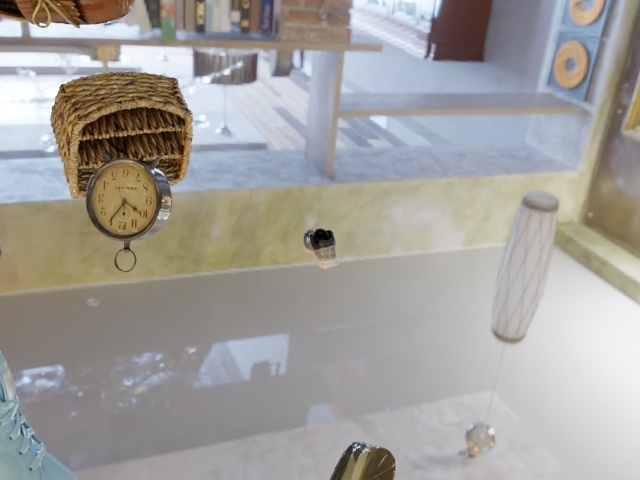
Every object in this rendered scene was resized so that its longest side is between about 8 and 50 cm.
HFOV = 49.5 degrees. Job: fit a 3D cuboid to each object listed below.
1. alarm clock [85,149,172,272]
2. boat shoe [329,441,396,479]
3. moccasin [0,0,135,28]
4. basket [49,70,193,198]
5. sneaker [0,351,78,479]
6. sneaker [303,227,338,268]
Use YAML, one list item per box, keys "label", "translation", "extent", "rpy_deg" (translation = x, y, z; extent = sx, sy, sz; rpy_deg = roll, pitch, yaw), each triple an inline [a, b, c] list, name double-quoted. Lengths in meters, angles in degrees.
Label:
- label: "alarm clock"
  translation: [-0.303, -0.044, 1.101]
  extent: [0.129, 0.192, 0.064]
  rpy_deg: [5, 179, 13]
- label: "boat shoe"
  translation: [0.026, 0.369, 0.898]
  extent: [0.080, 0.224, 0.073]
  rpy_deg: [33, 164, -29]
- label: "moccasin"
  translation: [-0.497, -0.444, 1.219]
  extent: [0.379, 0.139, 0.147]
  rpy_deg: [16, -141, 17]
- label: "basket"
  translation: [-0.447, -0.250, 1.620]
  extent: [0.299, 0.213, 0.223]
  rpy_deg: [-11, -106, -35]
- label: "sneaker"
  translation: [-0.441, 0.231, 0.909]
  extent: [0.366, 0.150, 0.135]
  rpy_deg: [42, 176, -21]
- label: "sneaker"
  translation: [0.000, 0.000, 1.598]
  extent: [0.063, 0.075, 0.170]
  rpy_deg: [-8, -156, -13]
